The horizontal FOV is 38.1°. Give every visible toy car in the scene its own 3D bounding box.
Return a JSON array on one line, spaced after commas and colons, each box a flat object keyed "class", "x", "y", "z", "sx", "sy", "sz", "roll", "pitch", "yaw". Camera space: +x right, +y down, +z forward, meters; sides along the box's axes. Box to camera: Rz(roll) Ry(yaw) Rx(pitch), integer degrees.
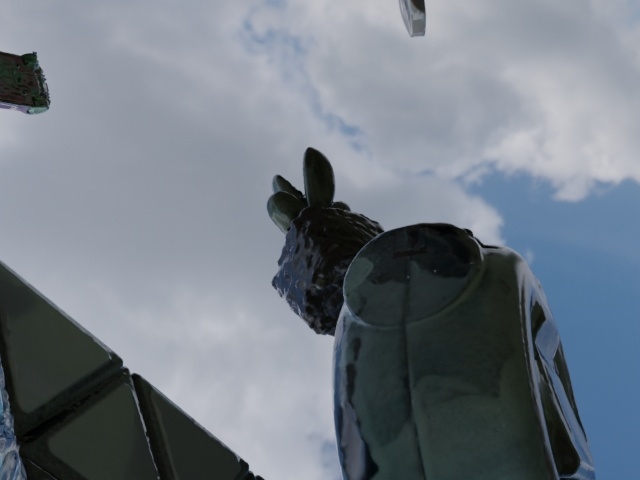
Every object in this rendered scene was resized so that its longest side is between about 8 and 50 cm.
[{"class": "toy car", "x": -0.364, "y": -0.180, "z": 1.054, "sx": 0.142, "sy": 0.055, "sz": 0.069, "roll": -1, "pitch": -105, "yaw": -65}]

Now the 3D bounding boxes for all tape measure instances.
[{"class": "tape measure", "x": 0.110, "y": 0.122, "z": 0.665, "sx": 0.256, "sy": 0.147, "sz": 0.275, "roll": 35, "pitch": -135, "yaw": -61}]

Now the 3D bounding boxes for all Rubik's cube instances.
[{"class": "Rubik's cube", "x": -0.118, "y": 0.189, "z": 0.457, "sx": 0.228, "sy": 0.228, "sz": 0.233, "roll": 23, "pitch": -121, "yaw": 8}]

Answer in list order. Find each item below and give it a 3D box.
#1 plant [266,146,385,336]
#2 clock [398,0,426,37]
[{"class": "plant", "x": -0.001, "y": 0.002, "z": 1.224, "sx": 0.149, "sy": 0.146, "sz": 0.275, "roll": 21, "pitch": -152, "yaw": -33}, {"class": "clock", "x": 0.061, "y": -0.231, "z": 0.553, "sx": 0.063, "sy": 0.229, "sz": 0.156, "roll": -9, "pitch": -146, "yaw": 3}]
